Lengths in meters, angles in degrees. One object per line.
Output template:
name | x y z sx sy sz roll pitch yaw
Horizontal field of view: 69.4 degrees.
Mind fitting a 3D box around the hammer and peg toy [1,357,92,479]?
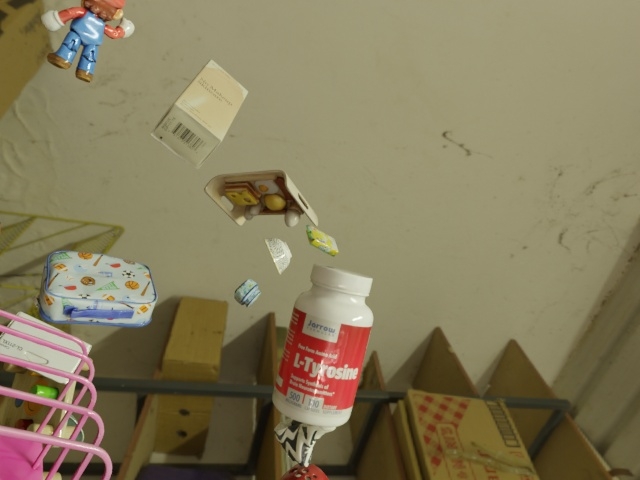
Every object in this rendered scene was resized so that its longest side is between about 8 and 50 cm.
hammer and peg toy | -0.764 0.474 1.222 0.127 0.265 0.361 40 43 -52

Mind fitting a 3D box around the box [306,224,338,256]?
box | 0.000 0.000 2.190 0.043 0.179 0.105 -44 -143 22

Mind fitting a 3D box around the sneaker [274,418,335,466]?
sneaker | -0.031 0.672 1.539 0.153 0.235 0.094 69 18 -2

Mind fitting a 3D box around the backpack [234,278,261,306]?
backpack | -0.291 0.210 1.858 0.105 0.084 0.114 -47 172 -18

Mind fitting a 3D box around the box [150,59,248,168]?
box | -0.313 -0.346 1.239 0.121 0.148 0.311 -38 -152 31

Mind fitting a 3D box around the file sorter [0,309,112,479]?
file sorter | -0.369 0.213 0.511 0.182 0.202 0.290 -59 -146 -4

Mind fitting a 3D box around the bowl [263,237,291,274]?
bowl | -0.172 0.051 1.958 0.170 0.080 0.170 63 -7 15

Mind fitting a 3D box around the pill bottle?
pill bottle | 0.017 0.282 1.300 0.229 0.229 0.408 -167 -90 -75

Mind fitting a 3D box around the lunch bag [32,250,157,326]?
lunch bag | -0.621 0.142 1.288 0.243 0.303 0.115 53 -54 48

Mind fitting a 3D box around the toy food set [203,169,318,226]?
toy food set | -0.181 -0.110 1.430 0.220 0.306 0.092 51 46 -51

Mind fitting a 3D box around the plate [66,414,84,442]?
plate | -0.828 0.579 1.469 0.024 0.188 0.188 -59 169 -57

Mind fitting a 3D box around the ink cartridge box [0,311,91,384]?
ink cartridge box | -0.479 0.195 0.806 0.175 0.127 0.072 -30 -149 57

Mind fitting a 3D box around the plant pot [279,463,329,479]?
plant pot | -0.077 0.867 1.537 0.191 0.174 0.191 0 -91 31

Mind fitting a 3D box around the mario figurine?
mario figurine | -0.712 -0.660 1.428 0.198 0.170 0.321 41 73 -81
